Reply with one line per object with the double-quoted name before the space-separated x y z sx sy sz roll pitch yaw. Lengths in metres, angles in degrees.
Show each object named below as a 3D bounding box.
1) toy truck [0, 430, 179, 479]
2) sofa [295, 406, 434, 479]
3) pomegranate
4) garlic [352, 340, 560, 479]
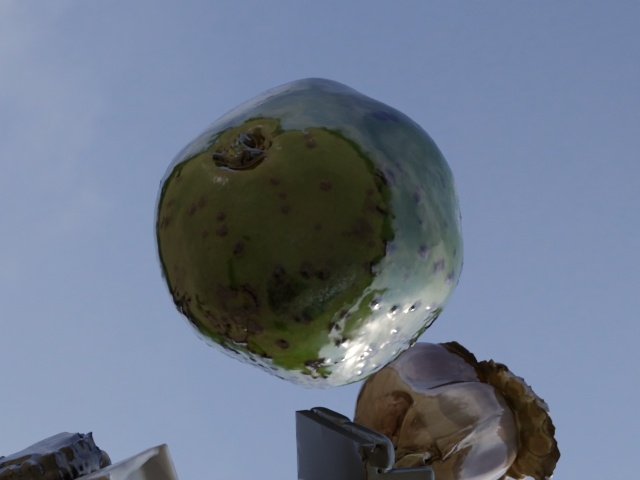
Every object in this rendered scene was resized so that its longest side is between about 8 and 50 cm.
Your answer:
"toy truck" -0.123 0.164 0.918 0.286 0.111 0.136 -17 -88 58
"sofa" 0.033 0.155 1.153 0.147 0.060 0.085 -172 -101 -72
"pomegranate" 0.000 0.000 1.412 0.254 0.270 0.254 -19 -127 27
"garlic" 0.137 0.219 1.713 0.257 0.207 0.207 -99 -154 -59
